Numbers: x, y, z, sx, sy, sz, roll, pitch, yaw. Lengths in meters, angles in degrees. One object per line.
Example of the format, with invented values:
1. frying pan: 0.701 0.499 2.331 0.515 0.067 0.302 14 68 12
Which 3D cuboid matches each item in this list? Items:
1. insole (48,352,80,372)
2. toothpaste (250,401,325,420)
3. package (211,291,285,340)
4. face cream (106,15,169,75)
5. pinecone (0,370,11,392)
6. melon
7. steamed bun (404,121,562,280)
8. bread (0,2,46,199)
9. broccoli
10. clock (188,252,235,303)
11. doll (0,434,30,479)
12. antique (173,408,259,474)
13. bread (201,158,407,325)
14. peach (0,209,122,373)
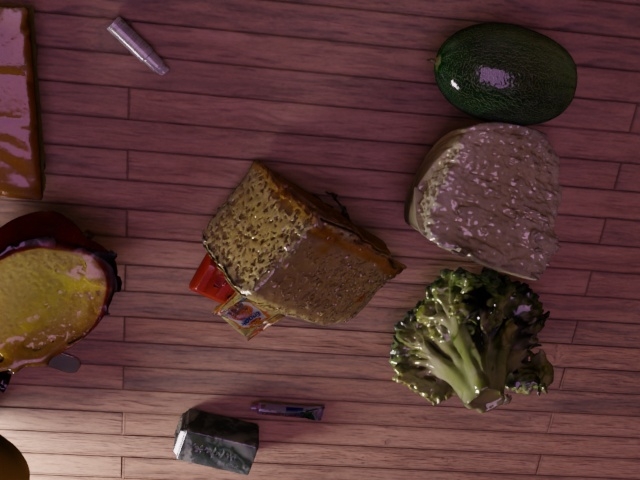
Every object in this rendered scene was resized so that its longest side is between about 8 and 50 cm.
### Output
1. insole: -0.611 0.243 1.821 0.188 0.004 0.064 24 112 -14
2. toothpaste: -0.076 0.387 1.917 0.169 0.028 0.045 7 121 -12
3. package: -0.152 0.151 1.744 0.108 0.031 0.120 -34 125 23
4. face cream: -0.333 -0.354 1.549 0.034 0.034 0.130 -42 111 14
5. pinecone: -0.731 0.260 1.715 0.221 0.221 0.222 -2 115 -4
6. melon: 0.330 -0.305 1.543 0.287 0.182 0.182 12 113 -12
7. steamed bun: 0.324 -0.096 1.608 0.290 0.273 0.272 24 95 -22
8. bread: -0.589 -0.255 1.553 0.138 0.077 0.362 2 115 -6
9. broccoli: 0.307 0.219 1.724 0.347 0.281 0.293 -18 127 3
10. clock: -0.181 0.090 1.754 0.155 0.061 0.113 25 112 -17
11. doll: -0.805 0.426 1.717 0.423 0.348 0.161 43 107 17
12. antique: -0.237 0.453 1.902 0.182 0.086 0.088 16 112 -11
13. bread: -0.038 0.009 1.698 0.248 0.279 0.315 -51 147 9
14. peach: -0.566 0.097 1.642 0.257 0.201 0.362 39 95 -29
